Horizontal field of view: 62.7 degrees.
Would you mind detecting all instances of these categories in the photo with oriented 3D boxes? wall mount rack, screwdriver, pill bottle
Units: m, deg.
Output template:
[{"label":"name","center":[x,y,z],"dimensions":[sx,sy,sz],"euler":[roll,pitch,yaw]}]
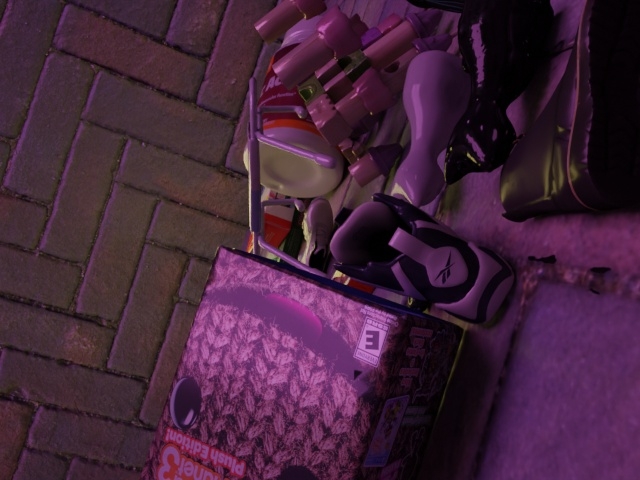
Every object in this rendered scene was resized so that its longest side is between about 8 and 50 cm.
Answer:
[{"label":"wall mount rack","center":[-0.061,-0.094,0.921],"dimensions":[0.304,0.130,0.350],"euler":[-104,14,-59]},{"label":"screwdriver","center":[0.103,0.106,0.583],"dimensions":[0.024,0.025,0.170],"euler":[131,158,-57]},{"label":"pill bottle","center":[-0.030,-0.319,1.227],"dimensions":[0.224,0.223,0.393],"euler":[132,153,-58]}]

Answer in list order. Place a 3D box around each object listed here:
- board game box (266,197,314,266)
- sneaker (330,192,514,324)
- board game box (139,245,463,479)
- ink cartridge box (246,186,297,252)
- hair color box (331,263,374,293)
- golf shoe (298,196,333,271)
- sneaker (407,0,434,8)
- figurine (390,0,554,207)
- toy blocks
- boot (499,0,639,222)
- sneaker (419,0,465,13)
[{"label":"board game box","center":[-0.104,0.029,1.435],"dimensions":[0.213,0.046,0.318],"euler":[160,127,-73]},{"label":"sneaker","center":[0.068,0.002,0.543],"dimensions":[0.094,0.153,0.235],"euler":[-58,21,5]},{"label":"board game box","center":[-0.027,0.181,0.527],"dimensions":[0.232,0.141,0.291],"euler":[17,88,36]},{"label":"ink cartridge box","center":[-0.121,-0.067,1.366],"dimensions":[0.134,0.077,0.231],"euler":[131,154,-57]},{"label":"hair color box","center":[0.063,0.039,0.793],"dimensions":[0.072,0.043,0.141],"euler":[-94,25,-54]},{"label":"golf shoe","center":[0.000,0.000,1.057],"dimensions":[0.086,0.069,0.176],"euler":[-175,94,-69]},{"label":"sneaker","center":[0.128,-0.505,0.828],"dimensions":[0.090,0.270,0.145],"euler":[10,82,42]},{"label":"figurine","center":[0.147,-0.137,0.585],"dimensions":[0.215,0.092,0.210],"euler":[144,144,-68]},{"label":"toy blocks","center":[0.090,-0.289,0.866],"dimensions":[0.260,0.309,0.289],"euler":[-34,38,10]},{"label":"boot","center":[0.199,-0.114,0.425],"dimensions":[0.137,0.076,0.198],"euler":[153,135,-77]},{"label":"sneaker","center":[0.205,-0.341,0.646],"dimensions":[0.267,0.106,0.101],"euler":[29,99,54]}]
